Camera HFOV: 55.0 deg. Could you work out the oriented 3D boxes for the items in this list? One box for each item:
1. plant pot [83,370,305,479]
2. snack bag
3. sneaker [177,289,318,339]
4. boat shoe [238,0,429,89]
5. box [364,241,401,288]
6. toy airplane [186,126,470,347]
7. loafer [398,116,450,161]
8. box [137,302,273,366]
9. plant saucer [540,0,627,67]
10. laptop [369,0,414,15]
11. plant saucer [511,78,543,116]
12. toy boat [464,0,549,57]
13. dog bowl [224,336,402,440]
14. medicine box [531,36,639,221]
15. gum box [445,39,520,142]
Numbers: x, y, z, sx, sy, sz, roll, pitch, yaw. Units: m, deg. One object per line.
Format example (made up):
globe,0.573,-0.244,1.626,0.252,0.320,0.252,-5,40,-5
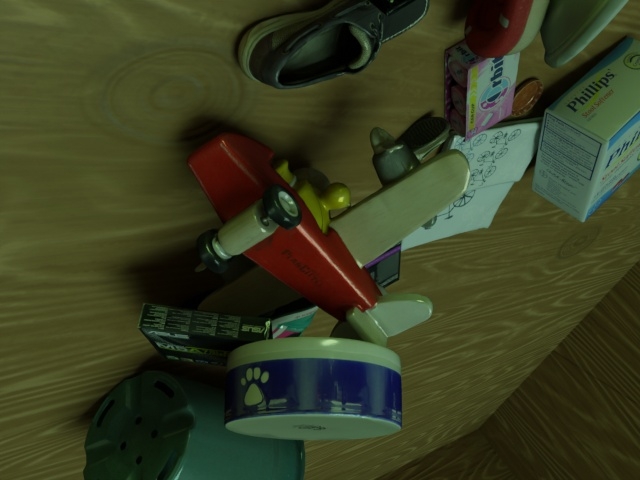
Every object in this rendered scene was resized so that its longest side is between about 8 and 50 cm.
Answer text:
plant pot,-0.257,0.427,1.219,0.341,0.341,0.334,-40,141,5
snack bag,0.333,-0.115,1.347,0.323,0.037,0.343,-14,142,-33
sneaker,-0.147,0.174,1.177,0.295,0.124,0.178,-8,136,-29
boat shoe,0.035,-0.263,0.800,0.285,0.092,0.103,-25,144,-21
box,0.126,0.067,1.387,0.116,0.029,0.162,-28,146,-14
toy airplane,0.000,0.000,0.939,0.385,0.272,0.384,3,132,-5
loafer,0.168,-0.166,1.103,0.148,0.056,0.050,-33,151,12
box,-0.168,0.156,0.958,0.190,0.045,0.184,7,157,0
plant saucer,0.408,-0.437,0.842,0.401,0.100,0.400,-58,179,-1
laptop,0.120,-0.321,0.674,0.264,0.234,0.137,-34,148,-7
plant saucer,0.405,-0.284,1.218,0.083,0.013,0.083,-26,148,-18
toy boat,0.234,-0.367,0.852,0.151,0.151,0.231,-1,142,0
dog bowl,-0.011,0.230,0.920,0.264,0.104,0.265,1,155,0
medicine box,0.612,-0.232,1.327,0.263,0.149,0.289,-41,150,-12
gum box,0.277,-0.267,1.066,0.107,0.062,0.188,-32,148,-8
